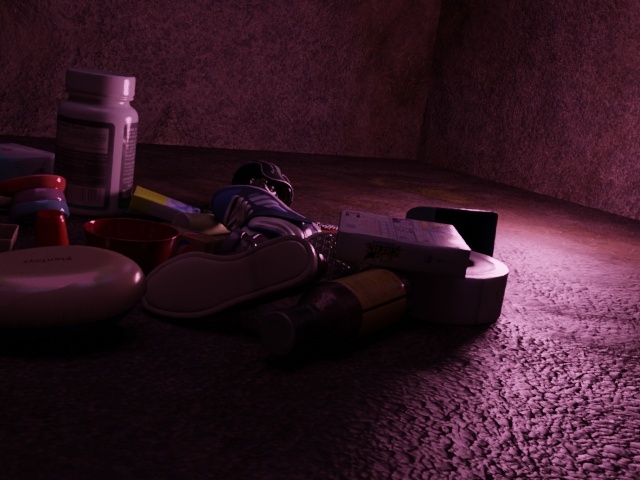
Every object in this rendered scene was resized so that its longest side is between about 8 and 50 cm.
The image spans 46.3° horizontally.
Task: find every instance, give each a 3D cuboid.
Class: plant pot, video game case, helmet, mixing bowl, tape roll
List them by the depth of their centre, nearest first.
[{"bbox_3d":[-0.593,0.027,1.310,0.109,0.096,0.109,4,14,-17],"label":"plant pot"},{"bbox_3d":[-0.370,0.023,1.454,0.181,0.098,0.181,8,13,-2],"label":"mixing bowl"},{"bbox_3d":[0.154,0.003,1.481,0.244,0.061,0.269,7,11,2],"label":"video game case"},{"bbox_3d":[0.244,0.082,1.562,0.286,0.100,0.286,8,12,-2],"label":"tape roll"},{"bbox_3d":[0.298,-0.006,1.849,0.165,0.166,0.234,4,7,-18],"label":"plant pot"},{"bbox_3d":[-0.176,-0.159,2.225,0.169,0.169,0.161,-3,31,-39],"label":"helmet"}]

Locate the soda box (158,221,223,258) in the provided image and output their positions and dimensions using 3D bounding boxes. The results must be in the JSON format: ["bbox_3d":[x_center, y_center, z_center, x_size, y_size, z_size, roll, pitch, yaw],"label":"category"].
[{"bbox_3d":[-0.300,0.008,1.643,0.181,0.061,0.058,16,16,32],"label":"soda box"}]

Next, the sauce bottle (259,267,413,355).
[{"bbox_3d":[0.032,0.117,1.254,0.111,0.112,0.344,16,14,33],"label":"sauce bottle"}]

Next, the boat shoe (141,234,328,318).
[{"bbox_3d":[-0.147,0.069,1.270,0.324,0.117,0.096,-15,-18,16],"label":"boat shoe"}]

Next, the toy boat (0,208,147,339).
[{"bbox_3d":[-0.419,0.069,1.188,0.267,0.148,0.318,-3,23,-20],"label":"toy boat"}]

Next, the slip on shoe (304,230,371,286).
[{"bbox_3d":[0.037,0.036,1.665,0.101,0.123,0.331,-26,-5,40],"label":"slip on shoe"}]

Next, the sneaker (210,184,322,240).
[{"bbox_3d":[-0.164,-0.042,1.730,0.322,0.130,0.236,26,13,20],"label":"sneaker"}]

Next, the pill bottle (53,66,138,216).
[{"bbox_3d":[-0.583,-0.256,1.949,0.204,0.361,0.204,9,13,-2],"label":"pill bottle"}]

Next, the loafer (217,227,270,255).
[{"bbox_3d":[-0.121,0.045,1.460,0.095,0.109,0.302,26,-2,9],"label":"loafer"}]

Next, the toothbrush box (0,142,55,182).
[{"bbox_3d":[-0.869,-0.181,1.988,0.216,0.126,0.295,15,13,29],"label":"toothbrush box"}]

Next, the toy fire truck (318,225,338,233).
[{"bbox_3d":[0.000,0.000,1.889,0.192,0.047,0.135,9,13,4],"label":"toy fire truck"}]

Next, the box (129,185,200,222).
[{"bbox_3d":[-0.406,-0.086,1.963,0.178,0.042,0.109,20,11,-14],"label":"box"}]

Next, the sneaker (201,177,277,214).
[{"bbox_3d":[-0.220,-0.115,2.082,0.227,0.130,0.087,-1,14,-26],"label":"sneaker"}]

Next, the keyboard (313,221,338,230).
[{"bbox_3d":[0.036,-0.027,2.085,0.180,0.023,0.108,13,14,27],"label":"keyboard"}]

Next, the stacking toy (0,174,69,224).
[{"bbox_3d":[-0.744,-0.059,1.693,0.309,0.131,0.279,-2,-11,-45],"label":"stacking toy"}]

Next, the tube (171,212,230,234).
[{"bbox_3d":[-0.273,-0.039,1.896,0.240,0.062,0.070,-5,61,-59],"label":"tube"}]
